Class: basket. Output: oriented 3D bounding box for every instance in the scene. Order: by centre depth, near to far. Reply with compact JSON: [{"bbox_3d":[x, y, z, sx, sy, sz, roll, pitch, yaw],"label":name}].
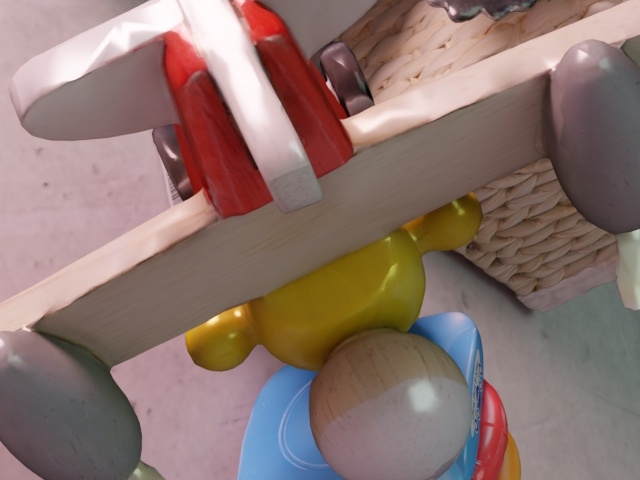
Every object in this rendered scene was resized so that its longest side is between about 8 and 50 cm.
[{"bbox_3d":[0.204,-0.178,1.184,0.266,0.331,0.328,29,50,-31],"label":"basket"}]

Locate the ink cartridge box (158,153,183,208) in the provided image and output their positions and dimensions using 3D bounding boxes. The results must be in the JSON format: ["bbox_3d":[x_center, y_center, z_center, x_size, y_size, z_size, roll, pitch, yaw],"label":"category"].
[{"bbox_3d":[-0.058,-0.046,1.060,0.115,0.029,0.063,4,66,-47],"label":"ink cartridge box"}]

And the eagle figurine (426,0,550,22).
[{"bbox_3d":[0.059,-0.269,1.036,0.225,0.226,0.298,3,85,-7],"label":"eagle figurine"}]

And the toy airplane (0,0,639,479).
[{"bbox_3d":[0.000,0.000,0.796,0.384,0.386,0.272,-15,76,-45],"label":"toy airplane"}]

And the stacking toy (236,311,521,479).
[{"bbox_3d":[0.088,0.208,1.004,0.302,0.165,0.175,56,28,-31],"label":"stacking toy"}]
